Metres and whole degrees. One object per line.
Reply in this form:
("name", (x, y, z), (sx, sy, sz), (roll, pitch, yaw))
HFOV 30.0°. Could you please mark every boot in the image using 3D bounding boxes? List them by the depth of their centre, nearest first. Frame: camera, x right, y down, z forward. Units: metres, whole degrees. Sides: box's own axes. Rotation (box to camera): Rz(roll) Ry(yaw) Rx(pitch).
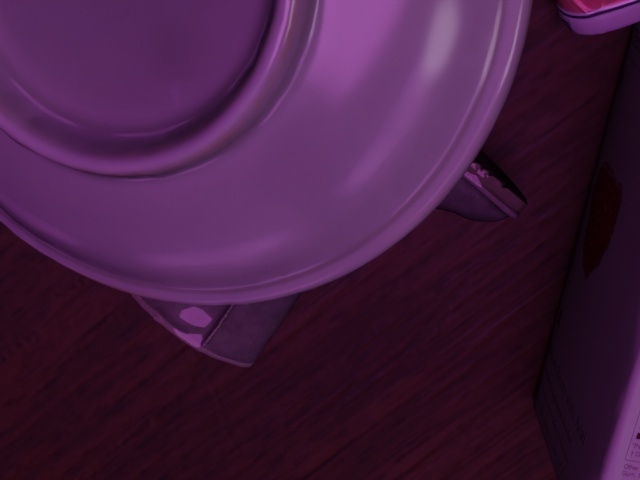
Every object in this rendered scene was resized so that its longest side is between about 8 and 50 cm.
("boot", (0.001, 0.000, 0.766), (0.190, 0.076, 0.208), (33, 102, 2))

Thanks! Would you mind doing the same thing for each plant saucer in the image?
("plant saucer", (-0.094, -0.147, 0.624), (0.400, 0.100, 0.400), (5, 106, 18))

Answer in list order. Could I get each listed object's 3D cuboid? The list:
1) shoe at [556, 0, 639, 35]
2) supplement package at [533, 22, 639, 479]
("shoe", (0.214, -0.187, 0.686), (0.178, 0.063, 0.081), (-20, 131, 12))
("supplement package", (0.256, 0.029, 0.723), (0.175, 0.177, 0.293), (9, 112, -3))
